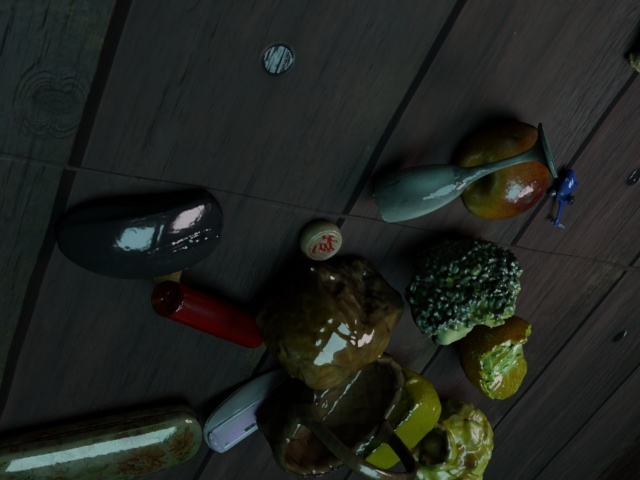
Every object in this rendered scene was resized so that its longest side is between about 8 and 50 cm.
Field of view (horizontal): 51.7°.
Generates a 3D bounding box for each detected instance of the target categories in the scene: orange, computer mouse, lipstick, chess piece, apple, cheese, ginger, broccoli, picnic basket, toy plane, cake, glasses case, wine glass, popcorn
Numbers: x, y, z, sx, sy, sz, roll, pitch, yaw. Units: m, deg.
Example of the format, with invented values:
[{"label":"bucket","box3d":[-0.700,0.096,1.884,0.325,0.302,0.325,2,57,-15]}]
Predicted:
[{"label":"orange","box3d":[0.436,0.276,1.655,0.179,0.158,0.237,-34,139,-18]},{"label":"computer mouse","box3d":[-0.153,0.373,1.472,0.245,0.056,0.125,-34,135,-15]},{"label":"lipstick","box3d":[-0.194,0.139,1.211,0.073,0.073,0.280,-42,147,9]},{"label":"computer mouse","box3d":[-0.277,-0.002,1.061,0.270,0.086,0.137,-7,131,-26]},{"label":"chess piece","box3d":[0.000,0.000,1.252,0.084,0.038,0.083,-17,133,-19]},{"label":"apple","box3d":[0.358,-0.129,1.275,0.173,0.160,0.195,-19,146,-45]},{"label":"cheese","box3d":[-0.269,0.067,1.159,0.060,0.041,0.084,-11,136,-28]},{"label":"ginger","box3d":[0.020,0.168,1.276,0.269,0.200,0.223,3,132,-53]},{"label":"broccoli","box3d":[0.298,0.128,1.381,0.288,0.248,0.245,-18,128,-16]},{"label":"picnic basket","box3d":[0.067,0.394,1.392,0.337,0.337,0.293,-48,137,15]},{"label":"toy plane","box3d":[0.546,-0.092,1.478,0.062,0.054,0.167,-37,142,-34]},{"label":"cake","box3d":[0.159,0.420,1.612,0.260,0.179,0.156,-48,135,11]},{"label":"glasses case","box3d":[-0.450,0.427,1.327,0.426,0.098,0.156,-6,126,-25]},{"label":"wine glass","box3d":[0.239,-0.190,1.199,0.310,0.264,0.096,-16,158,23]},{"label":"popcorn","box3d":[0.342,0.568,1.819,0.271,0.224,0.257,-14,117,-7]}]

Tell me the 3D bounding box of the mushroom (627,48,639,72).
[{"label":"mushroom","box3d":[0.646,-0.417,1.249,0.059,0.054,0.202,-11,127,-29]}]
